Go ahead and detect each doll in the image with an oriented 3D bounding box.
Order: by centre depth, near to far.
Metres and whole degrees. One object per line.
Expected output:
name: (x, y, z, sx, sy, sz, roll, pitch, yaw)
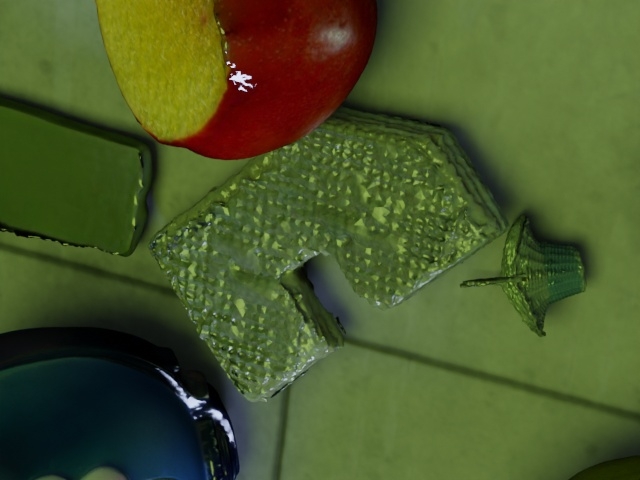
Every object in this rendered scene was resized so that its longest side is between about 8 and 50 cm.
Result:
doll: (-0.193, 0.207, 1.352, 0.284, 0.240, 0.310, -16, 122, -14)

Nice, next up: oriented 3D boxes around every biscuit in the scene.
biscuit: (0.000, 0.000, 1.281, 0.250, 0.046, 0.147, -35, 83, 31)
biscuit: (-0.273, -0.069, 1.391, 0.322, 0.038, 0.099, 16, 110, 18)

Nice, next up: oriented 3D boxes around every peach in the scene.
peach: (-0.061, -0.142, 1.191, 0.190, 0.192, 0.190, 2, 95, 21)

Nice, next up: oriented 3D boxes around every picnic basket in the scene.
picnic basket: (0.133, 0.025, 1.241, 0.083, 0.065, 0.083, -11, 91, -3)

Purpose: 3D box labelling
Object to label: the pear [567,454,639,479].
pear: (0.222, 0.242, 1.199, 0.269, 0.212, 0.212, -15, 102, 32)
